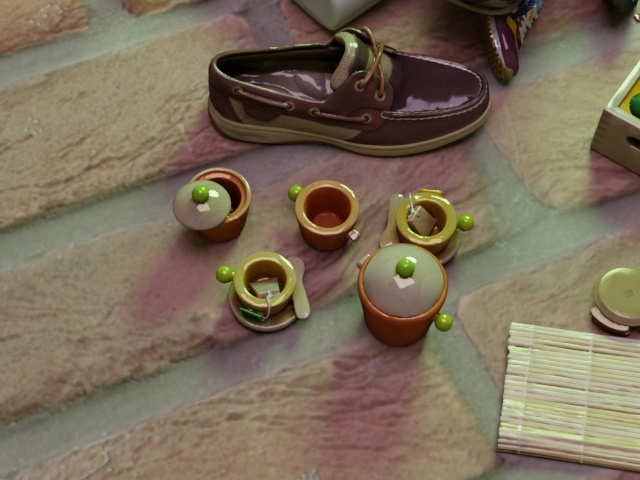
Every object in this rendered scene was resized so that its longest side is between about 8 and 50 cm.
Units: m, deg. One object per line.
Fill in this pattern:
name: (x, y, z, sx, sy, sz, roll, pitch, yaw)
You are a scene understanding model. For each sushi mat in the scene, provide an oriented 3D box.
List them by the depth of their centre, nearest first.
sushi mat: (0.350, 0.175, 1.332, 0.316, 0.019, 0.151, 8, 59, 3)

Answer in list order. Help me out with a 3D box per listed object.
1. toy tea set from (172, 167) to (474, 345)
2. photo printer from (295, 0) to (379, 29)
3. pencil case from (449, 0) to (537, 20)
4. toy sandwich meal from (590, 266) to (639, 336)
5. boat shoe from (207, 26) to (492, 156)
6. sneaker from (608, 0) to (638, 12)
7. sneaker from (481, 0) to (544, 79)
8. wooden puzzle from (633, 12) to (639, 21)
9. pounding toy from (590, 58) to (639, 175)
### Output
toy tea set: (0.000, 0.000, 1.364, 0.336, 0.124, 0.200, 6, 60, 2)
photo printer: (0.051, -0.440, 1.627, 0.307, 0.107, 0.256, -36, 67, -19)
pencil case: (0.272, -0.459, 1.524, 0.183, 0.160, 0.410, 5, 55, 49)
toy sandwich meal: (0.338, 0.068, 1.389, 0.085, 0.029, 0.086, 1, 56, -2)
boat shoe: (0.035, -0.184, 1.471, 0.341, 0.123, 0.123, 3, 60, 1)
sneaker: (0.350, -0.397, 1.625, 0.108, 0.100, 0.272, -13, 56, 6)
sneaker: (0.243, -0.284, 1.564, 0.083, 0.069, 0.186, -6, 61, 1)
wooden puzzle: (0.446, -0.294, 1.609, 0.083, 0.006, 0.049, -38, 67, -20)
pounding toy: (0.456, -0.160, 1.483, 0.181, 0.094, 0.206, 32, 65, 16)
